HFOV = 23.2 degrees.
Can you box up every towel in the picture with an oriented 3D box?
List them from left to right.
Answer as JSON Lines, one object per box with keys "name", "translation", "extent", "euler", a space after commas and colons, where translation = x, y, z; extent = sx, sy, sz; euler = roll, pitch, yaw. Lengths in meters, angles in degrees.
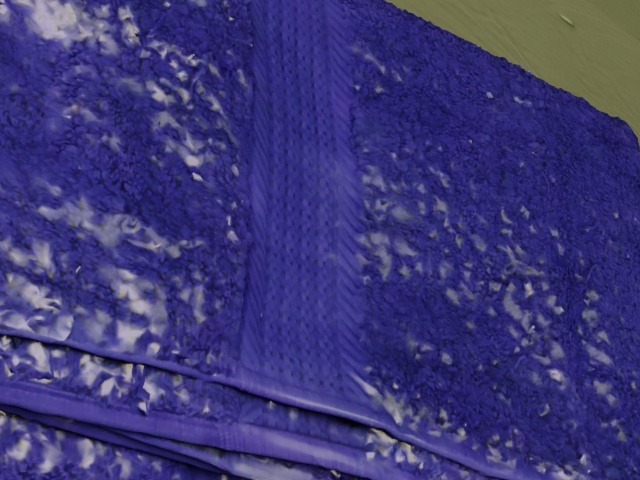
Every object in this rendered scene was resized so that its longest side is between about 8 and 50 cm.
{"name": "towel", "translation": [0.000, 0.000, 0.503], "extent": [0.308, 0.076, 0.228], "euler": [21, 57, -31]}
